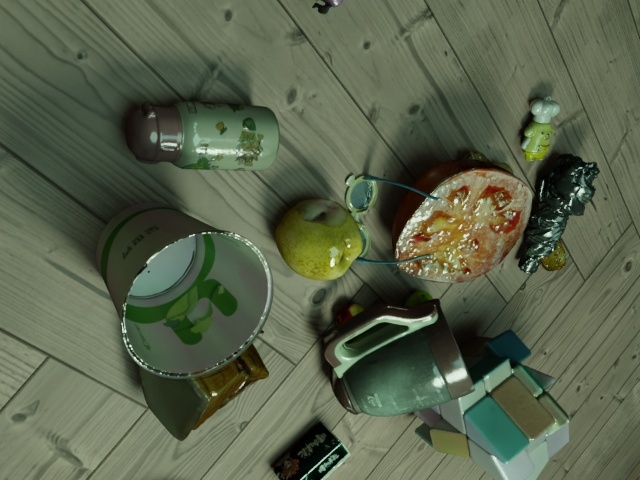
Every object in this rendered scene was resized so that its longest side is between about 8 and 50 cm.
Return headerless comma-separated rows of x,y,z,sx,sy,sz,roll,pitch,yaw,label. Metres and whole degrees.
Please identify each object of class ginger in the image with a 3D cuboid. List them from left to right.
0.401,-0.161,1.607,0.190,0.069,0.095,22,103,-41,ginger

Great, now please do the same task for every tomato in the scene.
0.306,-0.062,1.520,0.339,0.143,0.338,-13,132,-15,tomato

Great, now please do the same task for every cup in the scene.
-0.251,0.061,1.120,0.253,0.274,0.253,-15,118,-31,cup

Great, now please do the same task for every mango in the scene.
0.239,0.175,1.661,0.073,0.056,0.108,2,115,-29,mango

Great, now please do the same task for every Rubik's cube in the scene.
0.457,0.446,1.734,0.358,0.387,0.368,-32,124,-23,Rubik's cube

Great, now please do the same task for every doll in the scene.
0.547,-0.280,1.659,0.106,0.062,0.162,-11,116,-36,doll

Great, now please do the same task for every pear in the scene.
0.000,0.000,1.337,0.178,0.178,0.177,-15,120,-29,pear

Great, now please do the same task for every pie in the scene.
0.669,0.038,1.918,0.088,0.033,0.191,-38,129,-10,pie

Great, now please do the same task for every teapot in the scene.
0.160,0.268,1.532,0.312,0.233,0.314,-23,126,5,teapot

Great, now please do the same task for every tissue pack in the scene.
-0.023,0.538,1.618,0.170,0.103,0.090,-39,124,-14,tissue pack

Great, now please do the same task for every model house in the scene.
-0.223,0.236,1.307,0.220,0.199,0.229,-42,173,39,model house

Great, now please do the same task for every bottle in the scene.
-0.204,-0.179,1.140,0.253,0.120,0.120,-3,113,-32,bottle

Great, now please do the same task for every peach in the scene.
0.073,0.176,1.546,0.083,0.050,0.077,-17,149,-14,peach

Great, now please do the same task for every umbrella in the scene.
0.634,-0.069,1.791,0.155,0.128,0.336,1,118,-19,umbrella

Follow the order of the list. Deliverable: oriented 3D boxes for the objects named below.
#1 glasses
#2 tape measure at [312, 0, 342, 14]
0.156,-0.036,1.409,0.088,0.221,0.189,-2,100,-59,glasses
-0.002,-0.542,1.097,0.245,0.149,0.231,-49,134,4,tape measure
